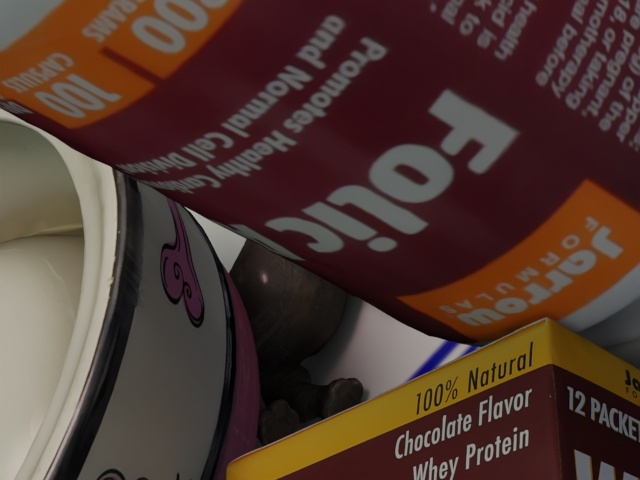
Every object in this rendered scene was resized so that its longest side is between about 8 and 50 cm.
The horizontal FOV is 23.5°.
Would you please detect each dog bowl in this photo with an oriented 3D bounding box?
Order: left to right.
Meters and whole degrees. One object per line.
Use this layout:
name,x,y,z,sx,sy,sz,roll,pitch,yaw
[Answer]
dog bowl,-0.206,0.109,0.821,0.408,0.150,0.408,-24,48,29

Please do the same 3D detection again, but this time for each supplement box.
supplement box,0.066,0.169,0.628,0.191,0.129,0.194,-29,47,37

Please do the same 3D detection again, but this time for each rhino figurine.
rhino figurine,0.000,0.000,0.874,0.106,0.073,0.243,13,76,51

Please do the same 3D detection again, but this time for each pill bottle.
pill bottle,0.036,-0.090,0.614,0.224,0.392,0.224,-30,45,37
